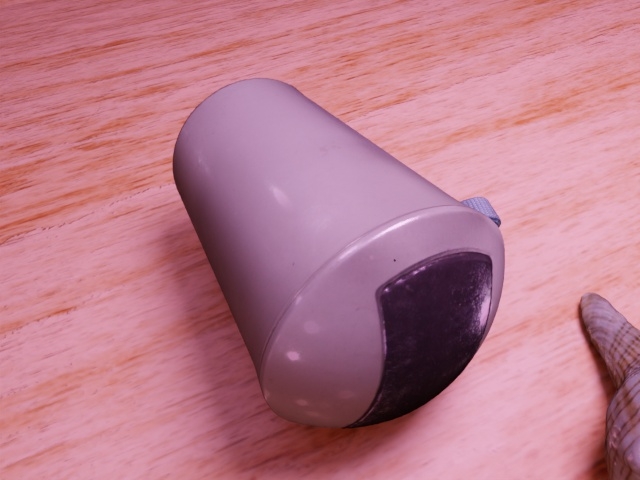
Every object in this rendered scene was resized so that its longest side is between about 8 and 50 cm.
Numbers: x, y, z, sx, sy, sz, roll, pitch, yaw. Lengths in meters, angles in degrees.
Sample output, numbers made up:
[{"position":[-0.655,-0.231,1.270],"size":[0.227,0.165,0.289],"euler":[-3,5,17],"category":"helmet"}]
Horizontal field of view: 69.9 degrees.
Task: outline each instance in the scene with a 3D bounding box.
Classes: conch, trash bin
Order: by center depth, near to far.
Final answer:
[{"position":[0.367,0.171,0.430],"size":[0.203,0.169,0.385],"euler":[8,48,1],"category":"conch"},{"position":[0.000,0.000,0.549],"size":[0.281,0.280,0.432],"euler":[-24,47,-17],"category":"trash bin"}]

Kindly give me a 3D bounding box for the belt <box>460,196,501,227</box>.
[{"position":[0.171,0.002,0.675],"size":[0.179,0.100,0.065],"euler":[-18,48,9],"category":"belt"}]
